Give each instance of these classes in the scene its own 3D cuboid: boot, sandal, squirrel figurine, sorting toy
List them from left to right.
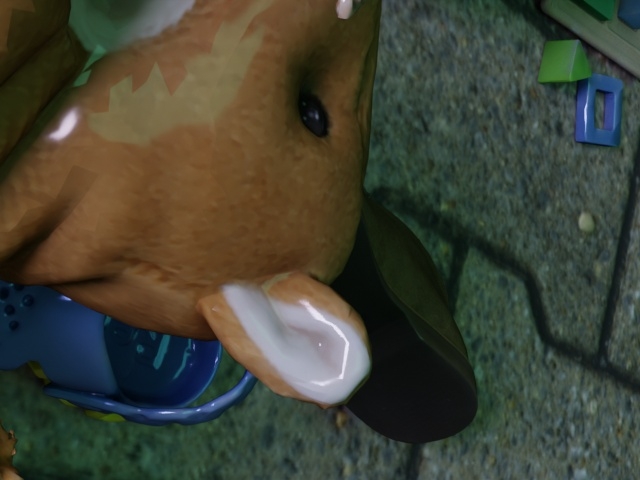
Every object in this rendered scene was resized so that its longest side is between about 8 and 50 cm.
[{"bbox_3d":[-0.165,-0.017,0.405,0.370,0.281,0.397,19,102,-43],"label":"squirrel figurine"},{"bbox_3d":[-0.141,0.017,0.601,0.317,0.138,0.126,22,79,-45],"label":"sandal"},{"bbox_3d":[0.000,0.000,0.808,0.305,0.112,0.115,51,27,-32],"label":"boot"},{"bbox_3d":[0.271,-0.256,1.100,0.196,0.047,0.347,23,76,-46],"label":"sorting toy"}]
